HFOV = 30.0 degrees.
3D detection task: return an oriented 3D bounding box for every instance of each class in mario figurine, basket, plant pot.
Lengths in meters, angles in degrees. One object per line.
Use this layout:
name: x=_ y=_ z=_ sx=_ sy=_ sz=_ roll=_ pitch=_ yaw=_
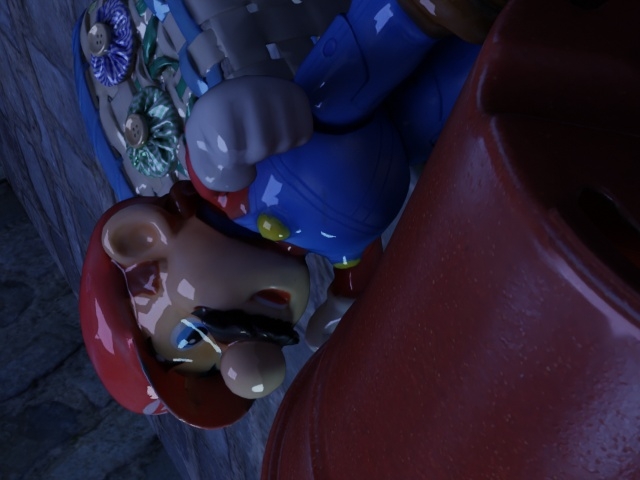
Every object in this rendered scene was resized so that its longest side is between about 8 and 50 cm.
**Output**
mario figurine: x=0.000 y=0.000 z=0.621 sx=0.198 sy=0.320 sz=0.170 roll=40 pitch=-153 yaw=-12
basket: x=-0.066 y=-0.086 z=0.841 sx=0.255 sy=0.201 sz=0.289 roll=64 pitch=155 yaw=25
plant pot: x=0.125 y=0.048 z=0.456 sx=0.272 sy=0.272 sz=0.265 roll=54 pitch=151 yaw=28
